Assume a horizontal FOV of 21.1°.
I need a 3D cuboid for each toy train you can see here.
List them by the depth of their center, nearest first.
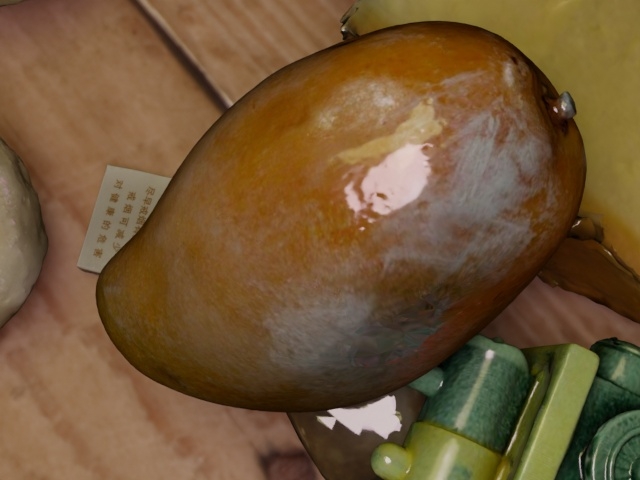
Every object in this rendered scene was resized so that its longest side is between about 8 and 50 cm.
[{"bbox_3d":[0.099,0.216,1.148,0.237,0.150,0.369,26,78,-12],"label":"toy train"}]

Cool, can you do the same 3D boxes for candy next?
[{"bbox_3d":[0.006,0.073,1.264,0.104,0.102,0.234,-29,79,4],"label":"candy"}]

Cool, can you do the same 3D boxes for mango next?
[{"bbox_3d":[0.000,0.000,1.088,0.384,0.221,0.199,-26,56,34],"label":"mango"}]

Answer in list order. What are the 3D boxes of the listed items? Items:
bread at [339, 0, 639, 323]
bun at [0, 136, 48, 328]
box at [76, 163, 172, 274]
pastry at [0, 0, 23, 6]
[{"bbox_3d":[0.191,-0.107,1.201,0.315,0.279,0.248,21,70,30],"label":"bread"},{"bbox_3d":[-0.314,-0.014,1.363,0.231,0.133,0.231,4,100,20],"label":"bun"},{"bbox_3d":[-0.105,-0.002,1.366,0.166,0.024,0.090,12,78,16],"label":"box"},{"bbox_3d":[-0.290,-0.342,1.415,0.329,0.136,0.330,-4,73,12],"label":"pastry"}]
